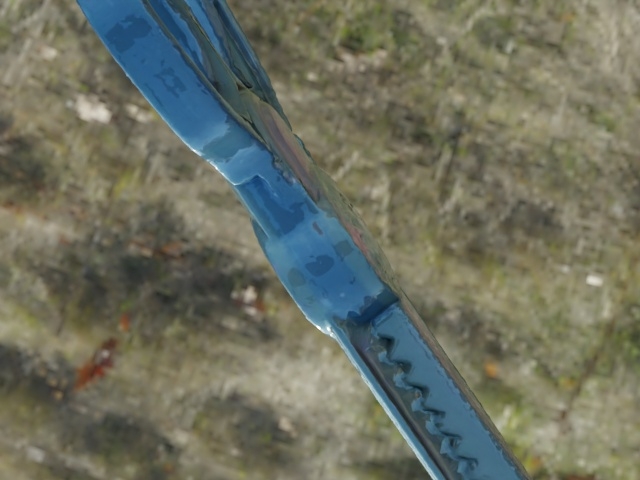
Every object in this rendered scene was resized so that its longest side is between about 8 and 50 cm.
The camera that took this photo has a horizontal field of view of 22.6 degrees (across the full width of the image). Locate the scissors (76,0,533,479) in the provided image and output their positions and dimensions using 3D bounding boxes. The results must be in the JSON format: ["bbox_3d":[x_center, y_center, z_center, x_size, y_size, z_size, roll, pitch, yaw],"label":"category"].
[{"bbox_3d":[0.000,0.000,0.522,0.030,0.125,0.256,-32,99,10],"label":"scissors"}]
